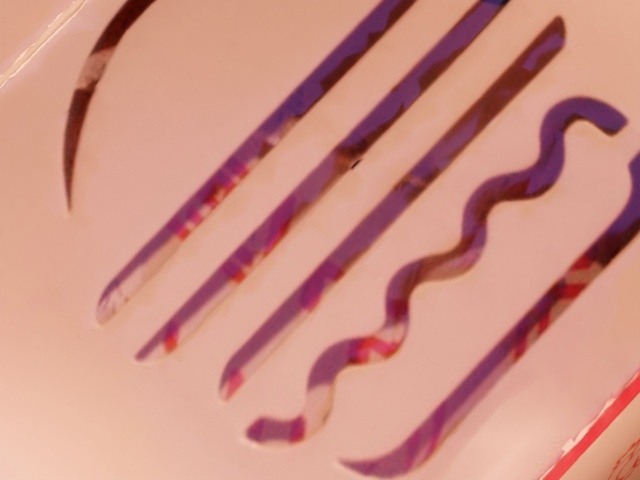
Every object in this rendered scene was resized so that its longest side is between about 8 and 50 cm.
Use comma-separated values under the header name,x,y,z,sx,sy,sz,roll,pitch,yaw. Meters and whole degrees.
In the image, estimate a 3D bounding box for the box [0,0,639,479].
name,x,y,z,sx,sy,sz,roll,pitch,yaw
box,0.000,0.000,0.771,0.300,0.312,0.314,42,84,16
